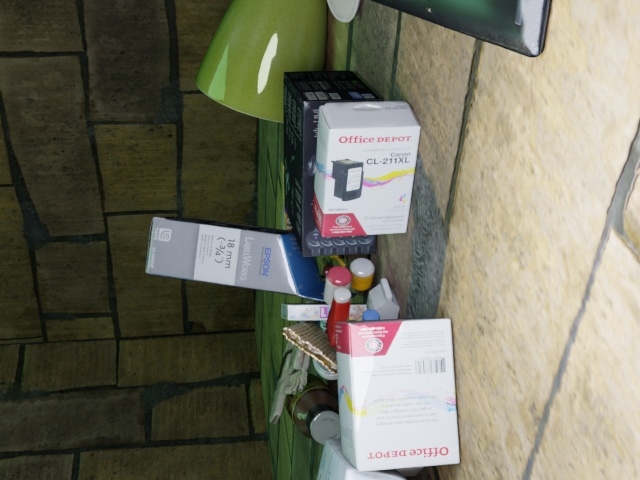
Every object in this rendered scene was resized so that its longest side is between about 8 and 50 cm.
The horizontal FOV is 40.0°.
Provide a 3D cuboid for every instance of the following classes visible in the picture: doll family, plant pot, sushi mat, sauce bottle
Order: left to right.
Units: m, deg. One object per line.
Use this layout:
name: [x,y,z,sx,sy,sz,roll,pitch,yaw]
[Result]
plant pot: [-0.094,-0.436,1.854,0.275,0.275,0.293,-108,34,-61]
sauce bottle: [-0.011,0.363,1.892,0.344,0.111,0.111,179,89,-80]
doll family: [0.000,0.000,1.708,0.193,0.076,0.111,50,-177,12]
sushi mat: [0.022,0.175,1.360,0.019,0.151,0.316,-55,-6,0]

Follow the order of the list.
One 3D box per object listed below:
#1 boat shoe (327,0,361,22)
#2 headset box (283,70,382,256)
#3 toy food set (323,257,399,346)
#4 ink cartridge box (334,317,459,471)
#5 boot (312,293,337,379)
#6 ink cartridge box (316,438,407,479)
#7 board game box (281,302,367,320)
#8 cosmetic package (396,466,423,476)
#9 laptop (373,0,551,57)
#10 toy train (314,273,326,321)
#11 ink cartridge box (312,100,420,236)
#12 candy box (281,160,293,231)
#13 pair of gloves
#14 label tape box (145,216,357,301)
boat shoe: [0.050,-0.476,1.487,0.065,0.075,0.206,-36,-49,-46]
headset box: [0.014,-0.129,1.510,0.246,0.131,0.283,-114,23,-67]
toy food set: [0.067,0.094,1.289,0.232,0.111,0.104,-104,16,-46]
ink cartridge box: [0.091,0.186,1.093,0.127,0.128,0.176,149,119,-81]
boot: [0.014,0.191,1.799,0.190,0.069,0.086,-101,9,-52]
ink cartridge box: [0.018,0.479,1.187,0.308,0.091,0.385,135,149,-82]
board game box: [0.015,0.120,1.491,0.103,0.154,0.026,166,105,-81]
cosmetic package: [0.114,0.275,1.256,0.060,0.041,0.115,104,161,-64]
laptop: [0.158,-0.433,0.856,0.408,0.236,0.382,35,133,43]
toy train: [0.000,0.141,2.023,0.036,0.027,0.158,-107,16,-47]
ink cartridge box: [0.060,-0.098,1.219,0.072,0.127,0.175,-106,16,-53]
candy box: [-0.027,-0.075,1.874,0.053,0.109,0.186,-121,29,-73]
pair of gloves: [-0.054,0.267,1.892,0.240,0.042,0.204,115,168,-50]
label tape box: [-0.106,0.029,1.558,0.240,0.334,0.105,-5,-77,-80]
